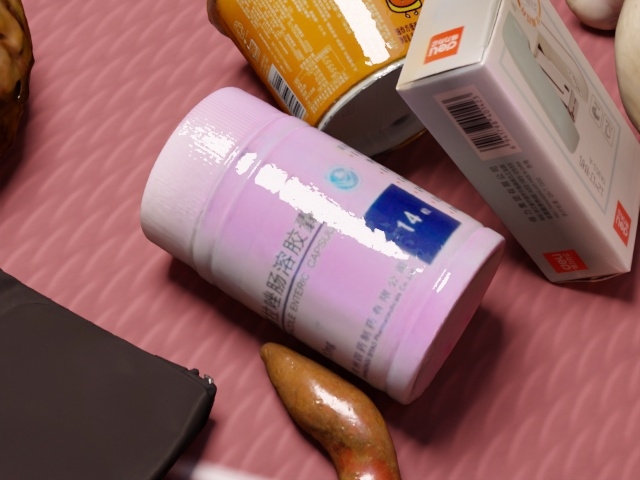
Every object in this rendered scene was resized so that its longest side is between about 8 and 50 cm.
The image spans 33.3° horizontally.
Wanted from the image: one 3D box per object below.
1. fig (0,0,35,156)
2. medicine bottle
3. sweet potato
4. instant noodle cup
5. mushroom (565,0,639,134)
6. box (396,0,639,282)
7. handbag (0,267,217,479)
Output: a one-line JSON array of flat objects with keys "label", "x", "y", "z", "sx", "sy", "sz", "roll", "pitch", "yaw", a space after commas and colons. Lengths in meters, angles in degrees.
[{"label": "fig", "x": -0.375, "y": -0.184, "z": 0.815, "sx": 0.286, "sy": 0.369, "sz": 0.286, "roll": 2, "pitch": 67, "yaw": -4}, {"label": "medicine bottle", "x": 0.000, "y": 0.000, "z": 0.843, "sx": 0.254, "sy": 0.152, "sz": 0.152, "roll": 30, "pitch": 59, "yaw": 15}, {"label": "sweet potato", "x": 0.021, "y": 0.147, "z": 0.806, "sx": 0.055, "sy": 0.058, "sz": 0.202, "roll": -15, "pitch": 56, "yaw": -39}, {"label": "instant noodle cup", "x": 0.030, "y": -0.182, "z": 0.943, "sx": 0.215, "sy": 0.216, "sz": 0.172, "roll": -21, "pitch": 70, "yaw": -18}, {"label": "mushroom", "x": 0.377, "y": -0.180, "z": 0.929, "sx": 0.315, "sy": 0.356, "sz": 0.315, "roll": 14, "pitch": 68, "yaw": -36}, {"label": "box", "x": 0.174, "y": -0.093, "z": 0.866, "sx": 0.079, "sy": 0.269, "sz": 0.135, "roll": -10, "pitch": 47, "yaw": 38}, {"label": "handbag", "x": -0.219, "y": 0.133, "z": 0.747, "sx": 0.223, "sy": 0.080, "sz": 0.247, "roll": 28, "pitch": 32, "yaw": 10}]
